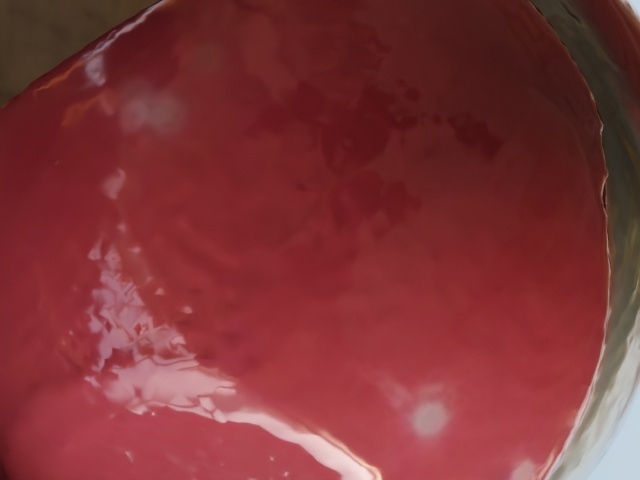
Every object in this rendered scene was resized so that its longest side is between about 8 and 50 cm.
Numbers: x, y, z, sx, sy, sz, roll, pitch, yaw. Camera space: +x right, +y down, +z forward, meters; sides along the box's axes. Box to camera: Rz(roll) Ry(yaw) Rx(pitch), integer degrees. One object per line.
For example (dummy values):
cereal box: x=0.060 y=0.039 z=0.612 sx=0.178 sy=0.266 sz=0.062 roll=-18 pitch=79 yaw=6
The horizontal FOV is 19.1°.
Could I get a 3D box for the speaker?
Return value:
speaker: x=0.000 y=0.000 z=0.716 sx=0.294 sy=0.294 sz=0.294 roll=27 pitch=-134 yaw=-31
